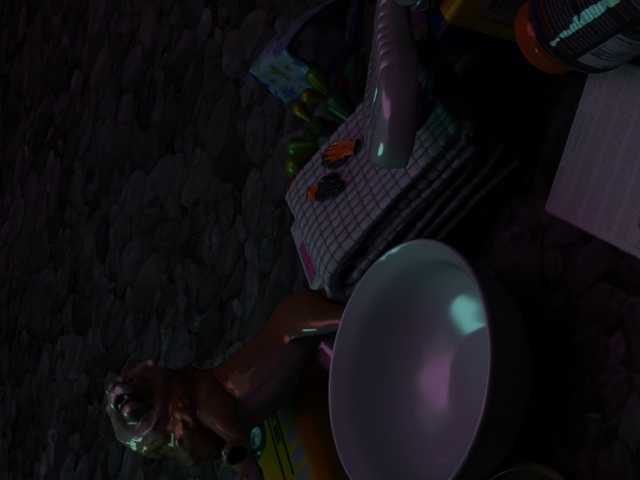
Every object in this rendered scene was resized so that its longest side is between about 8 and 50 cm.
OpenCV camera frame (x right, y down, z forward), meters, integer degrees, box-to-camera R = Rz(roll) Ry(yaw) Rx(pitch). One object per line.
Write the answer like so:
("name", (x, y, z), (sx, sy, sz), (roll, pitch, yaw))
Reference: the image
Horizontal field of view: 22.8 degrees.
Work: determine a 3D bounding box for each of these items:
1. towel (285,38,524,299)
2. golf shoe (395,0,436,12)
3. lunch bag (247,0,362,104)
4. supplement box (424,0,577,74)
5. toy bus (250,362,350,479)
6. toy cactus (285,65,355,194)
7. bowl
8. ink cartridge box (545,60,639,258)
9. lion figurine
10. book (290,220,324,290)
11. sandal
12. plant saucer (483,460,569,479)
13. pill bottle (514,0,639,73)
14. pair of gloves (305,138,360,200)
("towel", (0.097, -0.076, 1.905), (0.284, 0.121, 0.235), (-49, 30, 18))
("golf shoe", (0.113, -0.317, 1.632), (0.176, 0.086, 0.069), (-60, 34, 29))
("lunch bag", (-0.012, -0.279, 2.240), (0.129, 0.096, 0.151), (-19, 35, 58))
("supplement box", (0.258, -0.384, 1.684), (0.356, 0.195, 0.194), (-57, 36, 36))
("toy bus", (-0.006, 0.281, 2.017), (0.130, 0.108, 0.333), (-56, 35, 32))
("toy cactus", (0.035, -0.128, 2.114), (0.180, 0.112, 0.219), (-11, 71, 36))
("bowl", (0.144, 0.154, 1.755), (0.298, 0.134, 0.298), (-23, 62, 53))
("ink cartridge box", (0.333, -0.078, 1.599), (0.224, 0.056, 0.181), (32, 109, 54))
("lion figurine", (-0.072, 0.164, 1.971), (0.392, 0.142, 0.240), (-32, 40, -7))
("book", (0.000, 0.000, 2.184), (0.096, 0.035, 0.144), (-60, 33, 34))
("sandal", (0.105, -0.196, 1.767), (0.416, 0.102, 0.169), (-84, 3, -55))
("plant saucer", (0.218, 0.370, 1.654), (0.278, 0.041, 0.278), (-31, 54, 55))
("pill bottle", (0.292, -0.245, 1.556), (0.245, 0.130, 0.130), (-29, 55, 58))
("pair of gloves", (0.013, -0.085, 1.909), (0.074, 0.010, 0.083), (-10, 55, 55))
